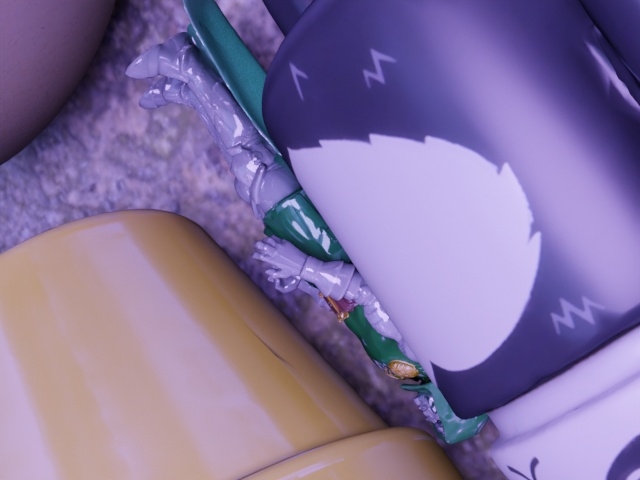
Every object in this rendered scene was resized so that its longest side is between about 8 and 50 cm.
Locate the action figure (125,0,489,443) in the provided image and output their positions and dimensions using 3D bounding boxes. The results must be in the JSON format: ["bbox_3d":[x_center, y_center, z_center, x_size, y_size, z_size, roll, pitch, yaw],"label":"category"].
[{"bbox_3d":[0.000,0.000,0.523,0.063,0.137,0.232,-40,83,-6],"label":"action figure"}]

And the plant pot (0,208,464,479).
[{"bbox_3d":[-0.074,0.126,0.527,0.254,0.254,0.239,-50,61,33],"label":"plant pot"}]

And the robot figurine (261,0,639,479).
[{"bbox_3d":[0.086,-0.027,0.406,0.173,0.209,0.278,-37,80,23],"label":"robot figurine"}]

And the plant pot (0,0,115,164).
[{"bbox_3d":[-0.221,-0.134,0.561,0.284,0.284,0.191,33,155,23],"label":"plant pot"}]
